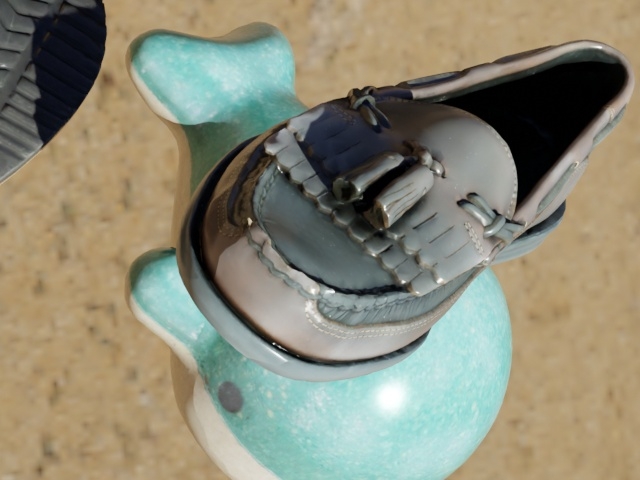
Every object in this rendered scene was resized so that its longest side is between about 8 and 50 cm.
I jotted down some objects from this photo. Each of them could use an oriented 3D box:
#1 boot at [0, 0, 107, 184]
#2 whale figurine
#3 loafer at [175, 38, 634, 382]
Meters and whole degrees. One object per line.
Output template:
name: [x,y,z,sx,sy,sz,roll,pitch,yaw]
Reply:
boot: [-0.140,-0.064,0.761,0.077,0.137,0.198,32,46,-15]
whale figurine: [0.000,0.000,0.997,0.216,0.141,0.272,-9,72,-42]
loafer: [0.040,-0.029,0.711,0.096,0.084,0.267,47,27,8]
